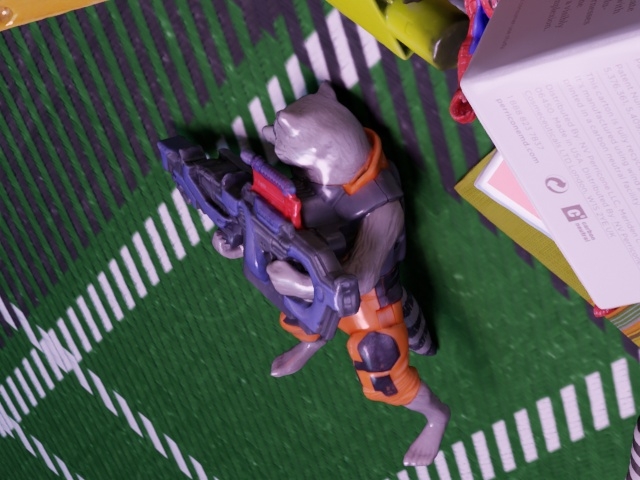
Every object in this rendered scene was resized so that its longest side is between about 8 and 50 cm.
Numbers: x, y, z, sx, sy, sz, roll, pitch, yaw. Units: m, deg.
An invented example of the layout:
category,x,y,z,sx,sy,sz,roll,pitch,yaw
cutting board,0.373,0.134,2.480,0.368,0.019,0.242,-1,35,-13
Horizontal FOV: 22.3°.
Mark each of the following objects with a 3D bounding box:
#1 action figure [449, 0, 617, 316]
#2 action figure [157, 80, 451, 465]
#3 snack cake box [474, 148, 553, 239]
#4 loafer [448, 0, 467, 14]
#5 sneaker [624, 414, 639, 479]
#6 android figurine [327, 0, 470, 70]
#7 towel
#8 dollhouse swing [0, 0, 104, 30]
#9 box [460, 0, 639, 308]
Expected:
category,x,y,z,sx,sy,sz,roll,pitch,yaw
action figure,0.142,-0.078,1.009,0.091,0.139,0.280,-20,99,33
action figure,0.000,0.000,1.445,0.341,0.179,0.330,46,153,45
snack cake box,0.260,-0.033,1.111,0.264,0.089,0.152,35,126,4
loafer,0.080,-0.220,1.101,0.096,0.084,0.267,-8,126,48
sneaker,0.379,0.283,1.266,0.447,0.169,0.257,42,155,48
android figurine,-0.003,-0.226,1.125,0.273,0.056,0.248,44,176,35
towel,0.218,0.014,1.320,0.237,0.021,0.102,40,147,-2
dollhouse swing,-0.280,-0.390,1.266,0.315,0.305,0.346,-15,132,2
box,0.281,-0.123,0.838,0.345,0.215,0.168,-14,123,36
